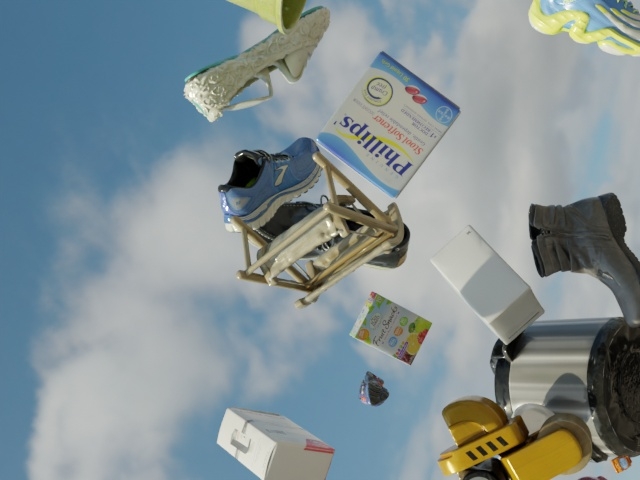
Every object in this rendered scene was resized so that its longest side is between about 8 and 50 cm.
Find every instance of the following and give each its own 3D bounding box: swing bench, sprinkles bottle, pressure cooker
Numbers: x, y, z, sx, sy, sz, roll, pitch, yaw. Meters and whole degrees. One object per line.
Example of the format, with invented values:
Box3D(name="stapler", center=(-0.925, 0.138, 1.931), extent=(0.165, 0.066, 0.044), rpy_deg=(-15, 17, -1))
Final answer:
Box3D(name="swing bench", center=(0.000, 0.000, 1.750), extent=(0.254, 0.253, 0.165), rpy_deg=(31, -146, -37))
Box3D(name="sprinkles bottle", center=(0.512, 0.575, 2.250), extent=(0.121, 0.121, 0.356), rpy_deg=(-45, -29, -44))
Box3D(name="pressure cooker", center=(0.676, 0.394, 2.375), extent=(0.375, 0.420, 0.370), rpy_deg=(-8, -90, -42))

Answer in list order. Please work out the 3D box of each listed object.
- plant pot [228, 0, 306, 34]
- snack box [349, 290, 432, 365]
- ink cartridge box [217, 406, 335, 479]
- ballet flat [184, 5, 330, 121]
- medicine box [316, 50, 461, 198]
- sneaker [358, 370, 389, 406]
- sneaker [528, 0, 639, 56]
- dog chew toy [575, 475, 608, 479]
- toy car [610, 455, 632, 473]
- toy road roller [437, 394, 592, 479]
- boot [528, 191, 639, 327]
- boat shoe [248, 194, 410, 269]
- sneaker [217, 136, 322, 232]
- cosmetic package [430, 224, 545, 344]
Box3D(name="plant pot", center=(-0.150, -0.554, 1.646), extent=(0.276, 0.253, 0.276), rpy_deg=(17, -90, -84))
Box3D(name="snack box", center=(0.143, 0.179, 1.780), extent=(0.141, 0.037, 0.100), rpy_deg=(29, -94, -19))
Box3D(name="ink cartridge box", center=(-0.099, 0.439, 1.881), extent=(0.158, 0.218, 0.092), rpy_deg=(18, -88, -34))
Box3D(name="ballet flat", center=(-0.127, -0.402, 2.061), extent=(0.408, 0.147, 0.147), rpy_deg=(-32, -47, -16))
Box3D(name="medicine box", center=(0.175, -0.297, 2.308), extent=(0.289, 0.263, 0.149), rpy_deg=(-53, 0, 4))
Box3D(name="sneaker", center=(0.166, 0.498, 2.842), extent=(0.087, 0.083, 0.221), rpy_deg=(-61, 1, 7))
Box3D(name="sneaker", center=(0.470, -0.386, 1.452), extent=(0.091, 0.240, 0.126), rpy_deg=(-66, -15, -46))
Box3D(name="dog chew toy", center=(0.648, 0.756, 2.277), extent=(0.332, 0.206, 0.206), rpy_deg=(-51, -34, -7))
Box3D(name="toy car", center=(0.717, 0.554, 2.045), extent=(0.060, 0.040, 0.122), rpy_deg=(22, -134, -41))
Box3D(name="toy road roller", center=(0.411, 0.435, 1.946), extent=(0.241, 0.329, 0.202), rpy_deg=(63, -167, 11))
Box3D(name="boot", center=(0.607, 0.061, 2.024), extent=(0.118, 0.222, 0.338), rpy_deg=(82, 176, -66))
Box3D(name="boat shoe", center=(0.023, -0.032, 2.486), extent=(0.156, 0.499, 0.187), rpy_deg=(119, 160, -58))
Box3D(name="sneaker", center=(-0.113, -0.158, 2.017), extent=(0.330, 0.129, 0.147), rpy_deg=(-46, -53, -40))
Box3D(name="cosmetic package", center=(0.414, 0.112, 2.170), extent=(0.138, 0.224, 0.224), rpy_deg=(-42, -30, 3))
